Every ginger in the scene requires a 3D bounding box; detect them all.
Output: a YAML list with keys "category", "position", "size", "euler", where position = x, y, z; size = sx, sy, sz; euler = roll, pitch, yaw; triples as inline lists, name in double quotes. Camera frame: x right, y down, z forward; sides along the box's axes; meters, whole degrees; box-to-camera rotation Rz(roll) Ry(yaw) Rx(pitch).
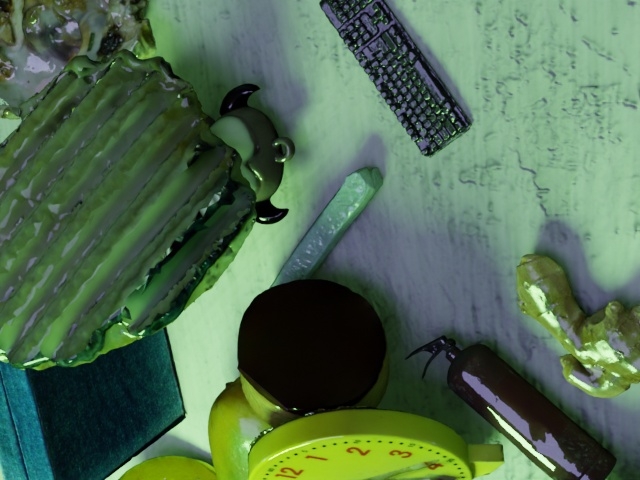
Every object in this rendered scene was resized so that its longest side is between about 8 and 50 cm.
- category: "ginger"
  position: [0.313, 0.094, 1.142]
  size: [0.133, 0.059, 0.214]
  euler: [-33, 88, 41]

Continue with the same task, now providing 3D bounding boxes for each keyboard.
- category: "keyboard"
  position: [0.085, -0.207, 1.178]
  size: [0.072, 0.023, 0.231]
  euler: [-35, 89, 31]

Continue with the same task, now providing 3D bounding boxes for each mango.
- category: "mango"
  position: [-0.080, 0.301, 1.406]
  size: [0.156, 0.114, 0.251]
  euler: [7, 124, 16]

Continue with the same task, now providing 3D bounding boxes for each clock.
- category: "clock"
  position: [0.053, 0.300, 1.232]
  size: [0.293, 0.071, 0.277]
  euler: [12, 140, -14]

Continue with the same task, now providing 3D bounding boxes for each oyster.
- category: "oyster"
  position: [-0.361, -0.251, 1.372]
  size: [0.354, 0.107, 0.201]
  euler: [8, 80, 33]

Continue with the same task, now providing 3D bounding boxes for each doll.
- category: "doll"
  position: [-0.148, -0.095, 1.292]
  size: [0.257, 0.117, 0.182]
  euler: [-9, 96, 34]

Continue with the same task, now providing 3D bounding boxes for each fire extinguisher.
- category: "fire extinguisher"
  position: [0.227, 0.207, 1.218]
  size: [0.267, 0.072, 0.089]
  euler: [41, 118, 10]

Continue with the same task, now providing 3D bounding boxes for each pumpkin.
- category: "pumpkin"
  position: [-0.226, 0.446, 1.526]
  size: [0.217, 0.217, 0.110]
  euler: [33, 161, 15]

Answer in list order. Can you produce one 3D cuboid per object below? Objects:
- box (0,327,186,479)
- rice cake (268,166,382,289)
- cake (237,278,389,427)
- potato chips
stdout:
- category: "box"
  position: [-0.333, 0.189, 1.400]
  size: [0.116, 0.279, 0.261]
  euler: [-2, 106, 31]
- category: "rice cake"
  position: [0.000, 0.000, 1.286]
  size: [0.042, 0.045, 0.245]
  euler: [43, 122, 10]
- category: "cake"
  position: [-0.017, 0.164, 1.280]
  size: [0.178, 0.207, 0.185]
  euler: [105, 148, -56]
- category: "potato chips"
  position: [-0.288, -0.023, 1.211]
  size: [0.358, 0.070, 0.429]
  euler: [41, 92, 21]
